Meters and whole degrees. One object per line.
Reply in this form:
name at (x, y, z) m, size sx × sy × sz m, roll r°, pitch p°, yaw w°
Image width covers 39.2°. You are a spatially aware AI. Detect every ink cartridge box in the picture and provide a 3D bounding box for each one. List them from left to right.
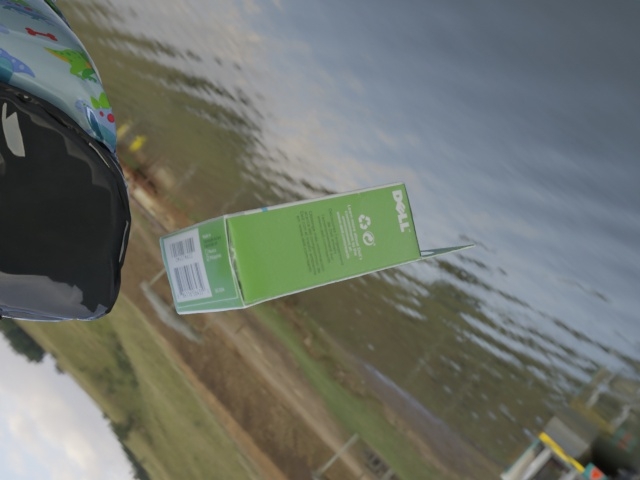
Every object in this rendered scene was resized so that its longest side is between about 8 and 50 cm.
ink cartridge box at (0.000, 0.000, 0.668) m, size 0.109 × 0.209 × 0.062 m, roll -12°, pitch 91°, yaw 57°

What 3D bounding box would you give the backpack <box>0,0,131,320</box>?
backpack at (-0.303, -0.103, 0.690) m, size 0.290 × 0.273 × 0.355 m, roll 13°, pitch -175°, yaw -24°
